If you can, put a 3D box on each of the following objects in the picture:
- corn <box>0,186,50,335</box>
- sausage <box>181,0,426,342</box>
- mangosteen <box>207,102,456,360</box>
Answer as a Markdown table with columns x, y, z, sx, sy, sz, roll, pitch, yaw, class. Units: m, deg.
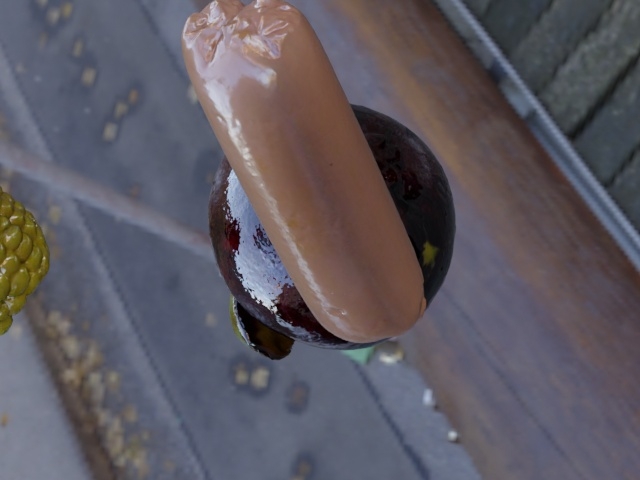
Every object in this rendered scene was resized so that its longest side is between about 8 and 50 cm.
| x | y | z | sx | sy | sz | roll | pitch | yaw | class |
| --- | --- | --- | --- | --- | --- | --- | --- | --- | --- |
| -0.340 | -0.045 | 1.073 | 0.131 | 0.344 | 0.131 | -34 | 36 | 29 | corn |
| -0.004 | -0.037 | 1.031 | 0.086 | 0.289 | 0.086 | -14 | 43 | 13 | sausage |
| 0.000 | 0.000 | 1.453 | 0.265 | 0.228 | 0.228 | 125 | 138 | -50 | mangosteen |
